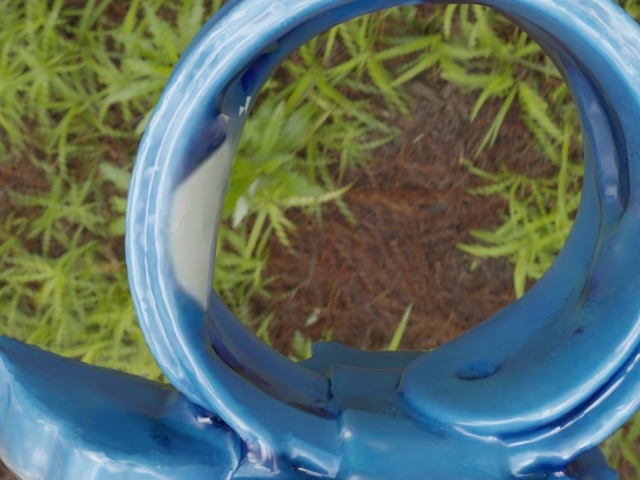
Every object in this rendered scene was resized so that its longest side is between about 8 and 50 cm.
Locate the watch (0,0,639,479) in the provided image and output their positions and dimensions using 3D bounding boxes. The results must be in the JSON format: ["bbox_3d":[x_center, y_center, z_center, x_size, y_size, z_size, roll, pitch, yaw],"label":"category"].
[{"bbox_3d":[0.000,0.000,0.600,0.305,0.241,0.275,6,103,-8],"label":"watch"}]
